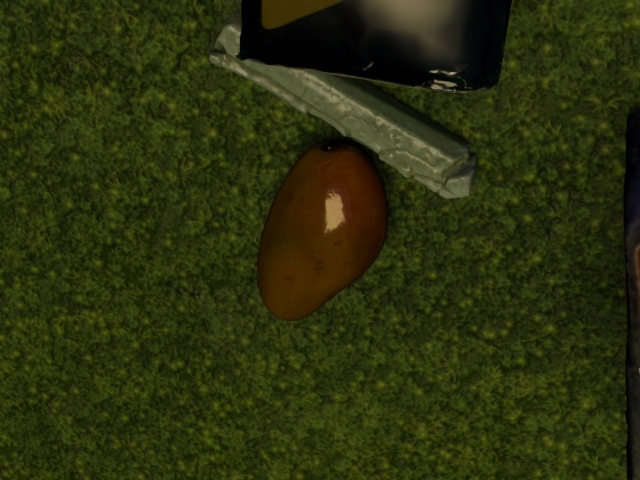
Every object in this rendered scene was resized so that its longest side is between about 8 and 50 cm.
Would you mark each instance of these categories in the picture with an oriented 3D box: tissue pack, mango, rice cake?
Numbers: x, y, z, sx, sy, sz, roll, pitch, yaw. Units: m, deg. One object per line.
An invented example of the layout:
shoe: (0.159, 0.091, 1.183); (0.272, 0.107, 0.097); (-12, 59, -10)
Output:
tissue pack: (0.069, -0.378, 1.177); (0.264, 0.253, 0.416); (9, 117, 10)
mango: (0.000, 0.000, 1.474); (0.138, 0.113, 0.253); (25, 123, 1)
rice cake: (0.032, -0.153, 1.413); (0.336, 0.066, 0.063); (30, 129, -2)

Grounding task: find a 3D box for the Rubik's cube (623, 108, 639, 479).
Rubik's cube: (0.468, 0.050, 1.265); (0.318, 0.316, 0.313); (-2, 116, 15)
